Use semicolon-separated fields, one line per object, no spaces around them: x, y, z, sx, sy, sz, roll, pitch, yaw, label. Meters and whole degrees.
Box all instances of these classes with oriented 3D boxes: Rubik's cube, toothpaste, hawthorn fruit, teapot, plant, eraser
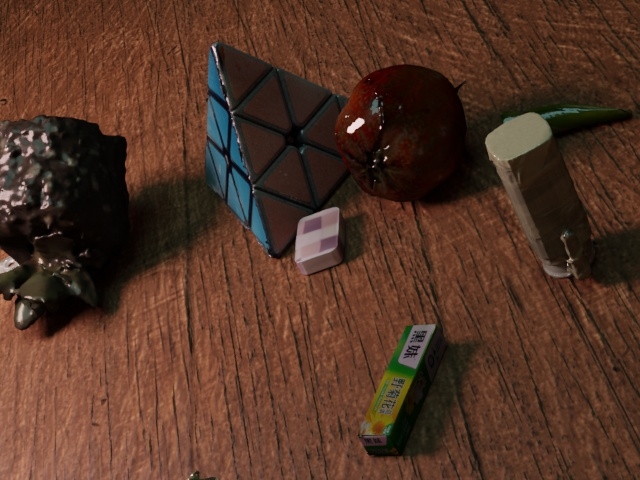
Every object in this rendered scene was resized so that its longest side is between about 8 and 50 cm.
-0.072;-0.132;2.180;0.228;0.233;0.229;31;102;14;Rubik's cube
0.094;0.169;1.725;0.043;0.037;0.178;-7;38;33;toothpaste
0.127;-0.157;2.059;0.181;0.181;0.235;4;31;41;hawthorn fruit
0.266;-0.039;1.738;0.077;0.200;0.107;-29;36;0;teapot
-0.400;-0.016;2.226;0.215;0.213;0.312;-10;72;28;plant
0.000;0.000;2.048;0.065;0.026;0.105;-17;33;13;eraser

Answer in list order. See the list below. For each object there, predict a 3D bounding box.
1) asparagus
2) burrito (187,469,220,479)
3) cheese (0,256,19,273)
0.326;-0.165;2.018;0.178;0.041;0.045;-11;44;25;asparagus
-0.119;0.335;1.612;0.144;0.089;0.229;-24;30;-21;burrito
-0.561;0.082;2.341;0.251;0.054;0.127;-29;35;-2;cheese
